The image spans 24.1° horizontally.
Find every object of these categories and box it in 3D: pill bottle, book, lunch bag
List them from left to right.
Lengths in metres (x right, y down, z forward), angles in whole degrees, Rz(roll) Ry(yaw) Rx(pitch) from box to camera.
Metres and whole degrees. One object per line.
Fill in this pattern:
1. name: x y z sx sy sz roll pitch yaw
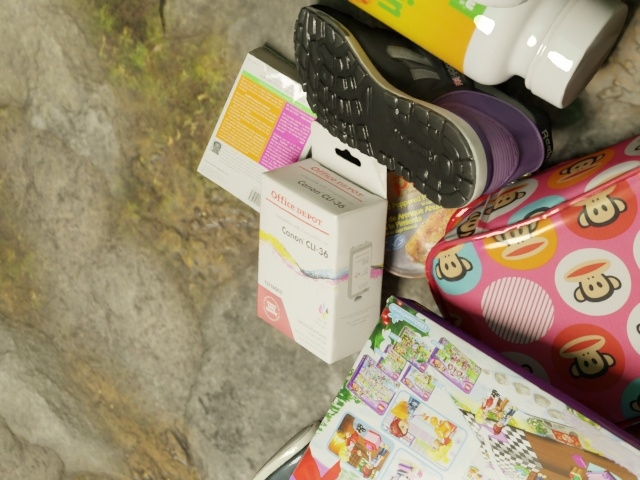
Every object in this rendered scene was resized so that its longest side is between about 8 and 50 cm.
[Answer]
1. book: -0.052 -0.102 1.461 0.096 0.035 0.144 34 120 11
2. pill bottle: 0.127 -0.217 1.261 0.245 0.136 0.136 34 119 15
3. lunch bag: 0.261 0.055 1.274 0.293 0.120 0.258 -21 105 26

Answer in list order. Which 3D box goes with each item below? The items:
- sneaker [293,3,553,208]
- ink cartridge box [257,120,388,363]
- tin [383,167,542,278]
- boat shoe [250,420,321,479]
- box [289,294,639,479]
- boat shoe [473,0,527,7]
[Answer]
1. sneaker: 0.090 -0.129 1.344 0.283 0.124 0.107 44 141 37
2. ink cartridge box: 0.000 0.000 1.411 0.115 0.067 0.198 30 128 42
3. tin: 0.121 -0.030 1.387 0.189 0.040 0.106 -15 103 31
4. boat shoe: -0.052 0.282 1.550 0.079 0.095 0.254 45 123 10
5. box: 0.134 0.203 1.227 0.293 0.057 0.201 32 97 25
6. boat shoe: 0.129 -0.311 1.182 0.096 0.267 0.088 1 153 -3
